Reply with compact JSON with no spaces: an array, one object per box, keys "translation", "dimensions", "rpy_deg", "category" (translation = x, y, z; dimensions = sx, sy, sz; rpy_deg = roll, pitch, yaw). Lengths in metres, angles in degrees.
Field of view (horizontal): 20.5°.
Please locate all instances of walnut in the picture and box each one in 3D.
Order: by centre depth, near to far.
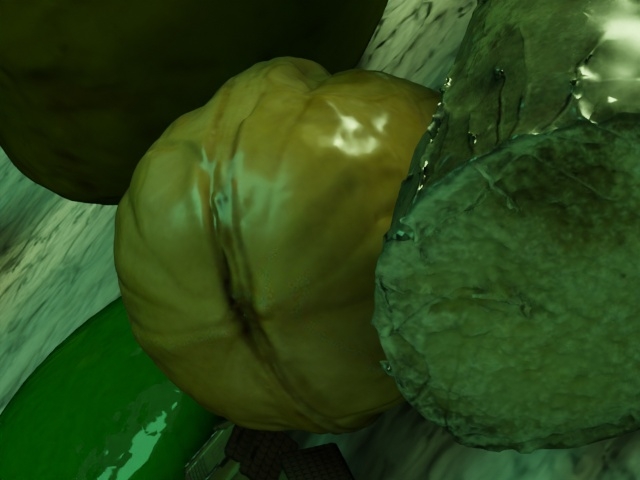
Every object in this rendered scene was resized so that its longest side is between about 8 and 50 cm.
[{"translation":[0.000,0.000,0.748],"dimensions":[0.159,0.159,0.206],"rpy_deg":[-40,0,20],"category":"walnut"}]

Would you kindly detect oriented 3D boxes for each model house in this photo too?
[{"translation":[-0.016,0.107,0.738],"dimensions":[0.058,0.057,0.083],"rpy_deg":[-50,20,8],"category":"model house"}]

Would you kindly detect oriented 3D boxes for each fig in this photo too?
[{"translation":[-0.096,-0.202,1.079],"dimensions":[0.343,0.343,0.343],"rpy_deg":[-39,24,21],"category":"fig"}]

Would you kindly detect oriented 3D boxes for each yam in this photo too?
[{"translation":[0.114,-0.051,0.650],"dimensions":[0.154,0.154,0.254],"rpy_deg":[-28,26,40],"category":"yam"}]

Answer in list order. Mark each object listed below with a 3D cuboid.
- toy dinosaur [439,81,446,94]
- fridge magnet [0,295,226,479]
[{"translation":[0.100,-0.083,0.843],"dimensions":[0.096,0.059,0.132],"rpy_deg":[-51,14,-24],"category":"toy dinosaur"},{"translation":[-0.104,0.101,0.866],"dimensions":[0.208,0.088,0.208],"rpy_deg":[-38,25,21],"category":"fridge magnet"}]
